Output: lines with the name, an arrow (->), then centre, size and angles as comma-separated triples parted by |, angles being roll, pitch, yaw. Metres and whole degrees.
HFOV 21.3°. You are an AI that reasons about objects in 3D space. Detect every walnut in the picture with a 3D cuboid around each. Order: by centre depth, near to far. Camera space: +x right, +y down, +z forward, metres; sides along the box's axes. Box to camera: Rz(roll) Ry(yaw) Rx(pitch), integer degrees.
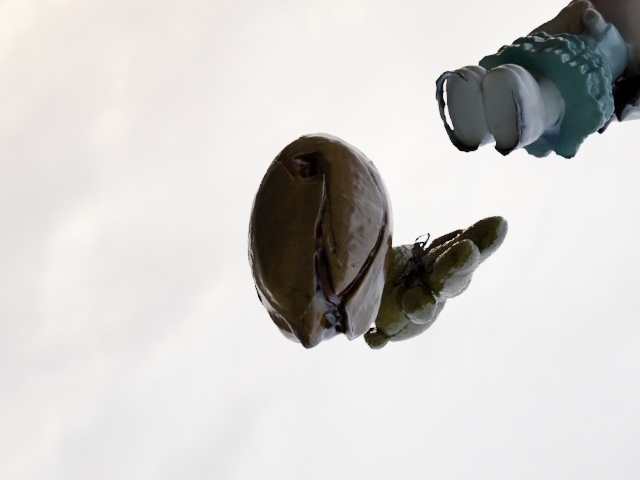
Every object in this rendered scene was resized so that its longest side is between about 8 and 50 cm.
walnut -> 0.000, 0.000, 1.531 | 0.137, 0.137, 0.245 | -39, -142, 44

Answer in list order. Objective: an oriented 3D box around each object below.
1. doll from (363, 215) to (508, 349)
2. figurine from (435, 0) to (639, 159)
doll -> 0.104, 0.026, 1.674 | 0.137, 0.097, 0.209 | -56, -172, -36
figurine -> 0.198, -0.120, 1.185 | 0.245, 0.110, 0.138 | -26, -160, -37
